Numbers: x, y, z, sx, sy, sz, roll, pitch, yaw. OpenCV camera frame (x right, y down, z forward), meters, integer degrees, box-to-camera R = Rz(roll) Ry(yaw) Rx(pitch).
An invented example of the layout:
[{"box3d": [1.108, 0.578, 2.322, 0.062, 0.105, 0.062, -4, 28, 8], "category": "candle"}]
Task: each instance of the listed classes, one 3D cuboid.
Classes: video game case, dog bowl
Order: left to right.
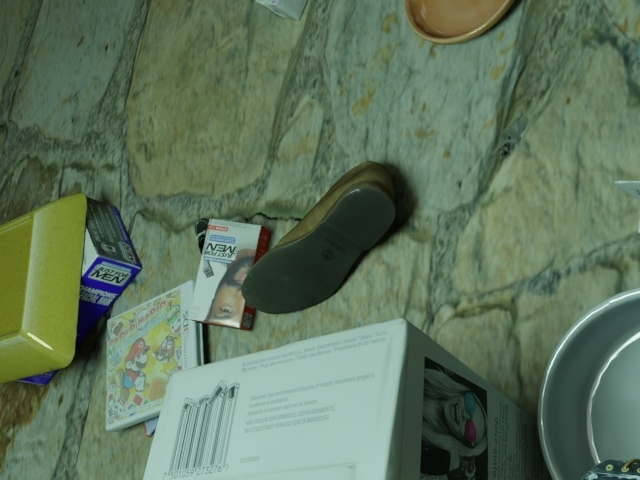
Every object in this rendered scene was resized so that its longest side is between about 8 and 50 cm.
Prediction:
[{"box3d": [-0.286, 0.198, 1.453, 0.227, 0.026, 0.206, -25, 57, 32], "category": "video game case"}, {"box3d": [0.362, 0.181, 0.859, 0.265, 0.104, 0.265, -15, 66, 37], "category": "dog bowl"}]

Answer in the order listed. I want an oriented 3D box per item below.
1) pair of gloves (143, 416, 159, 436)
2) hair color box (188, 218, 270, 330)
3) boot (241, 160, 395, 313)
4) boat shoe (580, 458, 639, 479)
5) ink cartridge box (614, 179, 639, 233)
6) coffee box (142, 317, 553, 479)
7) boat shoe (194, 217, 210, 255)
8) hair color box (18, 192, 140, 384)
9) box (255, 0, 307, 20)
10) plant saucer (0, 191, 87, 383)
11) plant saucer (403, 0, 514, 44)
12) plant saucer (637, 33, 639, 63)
[{"box3d": [-0.265, 0.237, 1.451, 0.159, 0.023, 0.198, -40, 52, 24], "category": "pair of gloves"}, {"box3d": [-0.145, 0.055, 1.368, 0.093, 0.053, 0.167, 7, 80, 16], "category": "hair color box"}, {"box3d": [0.000, 0.000, 1.273, 0.305, 0.112, 0.115, -41, 22, 29], "category": "boot"}, {"box3d": [0.302, 0.221, 0.779, 0.183, 0.065, 0.083, -49, 51, 19], "category": "boat shoe"}, {"box3d": [0.407, -0.021, 0.892, 0.180, 0.104, 0.060, 4, 79, 43], "category": "ink cartridge box"}, {"box3d": [0.029, 0.329, 0.901, 0.337, 0.334, 0.338, -17, 50, 37], "category": "coffee box"}, {"box3d": [-0.191, 0.005, 1.457, 0.046, 0.038, 0.125, -43, 51, 22], "category": "boat shoe"}, {"box3d": [-0.506, 0.098, 1.658, 0.339, 0.110, 0.185, -49, 48, 20], "category": "hair color box"}, {"box3d": [-0.013, -0.545, 1.479, 0.063, 0.067, 0.324, 25, 93, 45], "category": "box"}, {"box3d": [-0.578, 0.091, 1.597, 0.333, 0.081, 0.332, -18, 64, 37], "category": "plant saucer"}, {"box3d": [0.212, -0.373, 1.237, 0.200, 0.037, 0.200, -15, 66, 37], "category": "plant saucer"}, {"box3d": [0.455, -0.249, 0.978, 0.195, 0.037, 0.195, -15, 66, 37], "category": "plant saucer"}]
